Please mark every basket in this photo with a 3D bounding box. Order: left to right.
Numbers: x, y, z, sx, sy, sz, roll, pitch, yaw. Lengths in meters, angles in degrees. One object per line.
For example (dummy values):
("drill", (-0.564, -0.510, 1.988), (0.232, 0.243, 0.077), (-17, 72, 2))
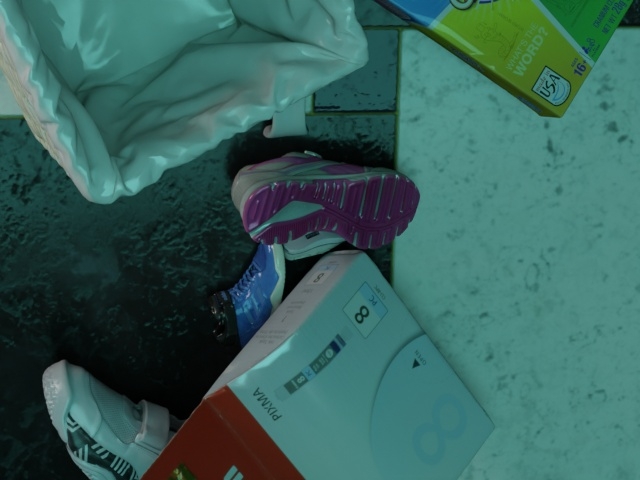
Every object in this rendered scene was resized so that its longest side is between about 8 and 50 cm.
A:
("basket", (-0.187, -0.264, 1.515), (0.331, 0.266, 0.328), (-30, 113, -16))

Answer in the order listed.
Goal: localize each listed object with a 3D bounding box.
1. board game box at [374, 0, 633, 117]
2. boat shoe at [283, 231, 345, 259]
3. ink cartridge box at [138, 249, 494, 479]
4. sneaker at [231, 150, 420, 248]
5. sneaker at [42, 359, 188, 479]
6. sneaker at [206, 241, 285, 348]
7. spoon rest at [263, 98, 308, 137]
("board game box", (0.205, -0.324, 1.745), (0.317, 0.064, 0.242), (31, 89, -16))
("boat shoe", (0.000, 0.000, 1.867), (0.100, 0.035, 0.035), (-21, 152, -18))
("ink cartridge box", (0.007, 0.250, 1.809), (0.385, 0.091, 0.308), (-50, 116, -29))
("sneaker", (0.003, -0.059, 1.813), (0.252, 0.111, 0.103), (3, 117, -32))
("sneaker", (-0.167, 0.245, 1.874), (0.210, 0.137, 0.366), (-36, 114, 4))
("sneaker", (-0.093, 0.063, 1.861), (0.085, 0.058, 0.152), (1, 114, -17))
("spoon rest", (-0.044, -0.247, 1.753), (0.137, 0.084, 0.276), (-6, 109, -6))
